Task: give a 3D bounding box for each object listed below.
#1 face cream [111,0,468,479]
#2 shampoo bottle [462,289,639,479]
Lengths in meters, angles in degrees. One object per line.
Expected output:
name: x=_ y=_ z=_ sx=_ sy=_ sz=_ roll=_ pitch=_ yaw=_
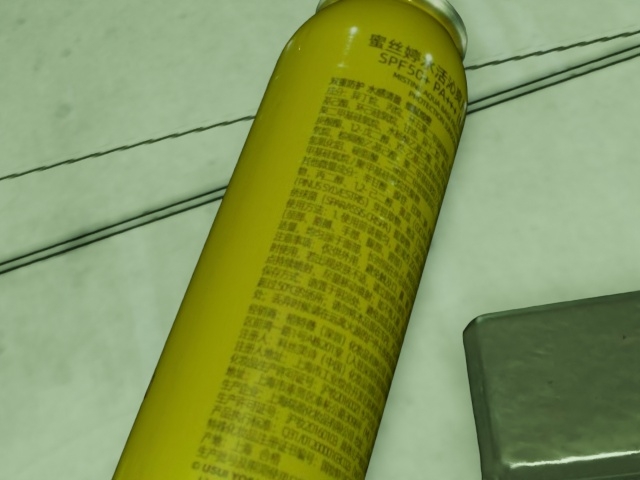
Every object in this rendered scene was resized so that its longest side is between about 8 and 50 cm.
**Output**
face cream: x=0.000 y=0.000 z=0.494 sx=0.105 sy=0.105 sz=0.348 roll=9 pitch=62 yaw=19
shampoo bottle: x=0.187 y=0.062 z=0.425 sx=0.246 sy=0.080 sz=0.079 roll=-9 pitch=59 yaw=9
